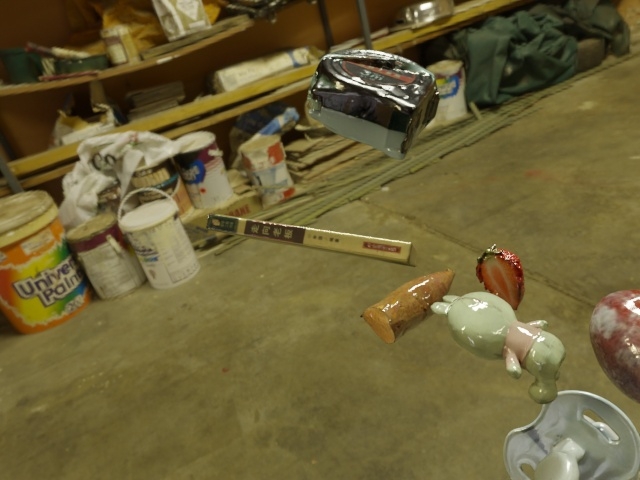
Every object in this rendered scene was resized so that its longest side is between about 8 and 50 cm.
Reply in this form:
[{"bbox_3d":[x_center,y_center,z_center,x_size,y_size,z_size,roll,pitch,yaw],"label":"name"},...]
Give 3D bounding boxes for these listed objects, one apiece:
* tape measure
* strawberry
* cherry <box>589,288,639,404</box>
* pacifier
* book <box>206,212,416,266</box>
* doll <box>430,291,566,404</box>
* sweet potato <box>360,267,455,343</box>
[{"bbox_3d":[0.079,-0.210,0.733,0.182,0.107,0.181,25,41,19],"label":"tape measure"},{"bbox_3d":[0.509,0.098,1.360,0.082,0.187,0.146,-22,-3,-21],"label":"strawberry"},{"bbox_3d":[0.700,0.229,1.025,0.236,0.212,0.285,-28,50,-34],"label":"cherry"},{"bbox_3d":[0.484,0.439,0.961,0.227,0.279,0.207,46,25,28],"label":"pacifier"},{"bbox_3d":[0.000,0.000,0.606,0.231,0.026,0.161,9,-2,13],"label":"book"},{"bbox_3d":[0.347,0.176,0.947,0.275,0.113,0.155,38,51,23],"label":"doll"},{"bbox_3d":[0.269,0.171,1.397,0.337,0.131,0.131,-25,27,-36],"label":"sweet potato"}]
